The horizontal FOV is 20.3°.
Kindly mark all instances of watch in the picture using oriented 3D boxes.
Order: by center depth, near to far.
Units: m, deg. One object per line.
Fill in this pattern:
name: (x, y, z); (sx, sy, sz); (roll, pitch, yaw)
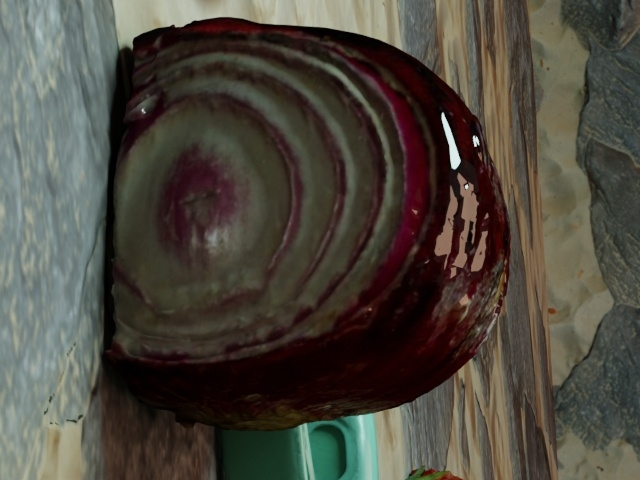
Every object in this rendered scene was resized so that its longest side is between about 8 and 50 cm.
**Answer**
watch: (-0.010, 0.131, 1.145); (0.195, 0.068, 0.237); (48, 38, -69)

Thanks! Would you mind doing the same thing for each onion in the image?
onion: (0.006, 0.000, 0.971); (0.206, 0.207, 0.216); (44, 48, -67)

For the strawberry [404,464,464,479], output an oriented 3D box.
strawberry: (0.122, 0.294, 1.688); (0.187, 0.082, 0.146); (76, 21, -53)
